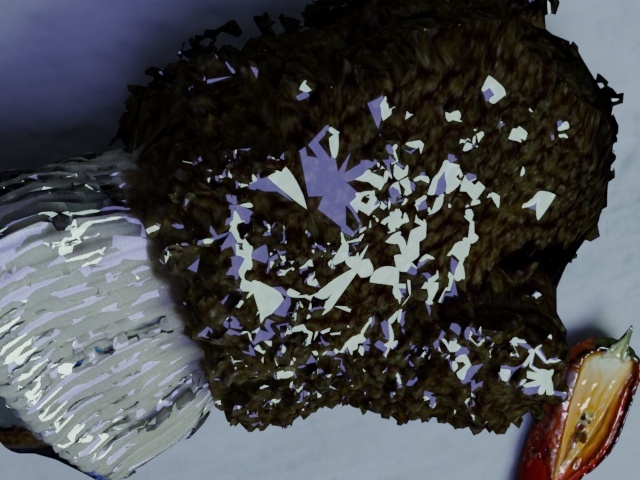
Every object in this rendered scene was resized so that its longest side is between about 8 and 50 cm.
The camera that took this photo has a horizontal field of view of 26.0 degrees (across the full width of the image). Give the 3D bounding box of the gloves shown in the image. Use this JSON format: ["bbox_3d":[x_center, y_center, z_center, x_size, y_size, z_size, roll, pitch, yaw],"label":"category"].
[{"bbox_3d":[-0.001,0.001,0.594,0.312,0.135,0.210,-28,114,-6],"label":"gloves"}]

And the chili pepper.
[{"bbox_3d":[0.133,0.118,0.760,0.045,0.027,0.178,10,112,-18],"label":"chili pepper"}]
